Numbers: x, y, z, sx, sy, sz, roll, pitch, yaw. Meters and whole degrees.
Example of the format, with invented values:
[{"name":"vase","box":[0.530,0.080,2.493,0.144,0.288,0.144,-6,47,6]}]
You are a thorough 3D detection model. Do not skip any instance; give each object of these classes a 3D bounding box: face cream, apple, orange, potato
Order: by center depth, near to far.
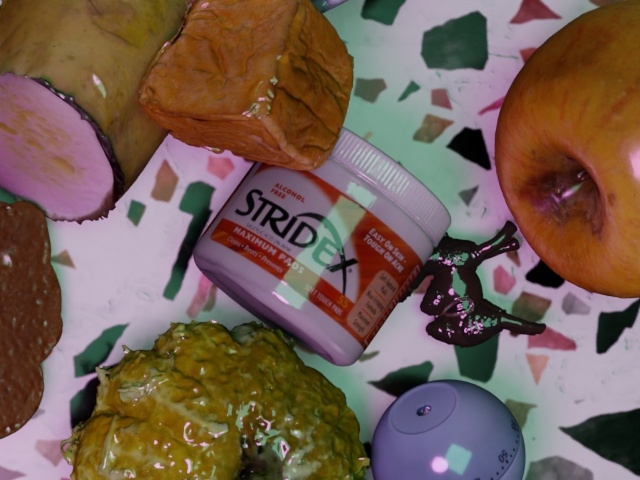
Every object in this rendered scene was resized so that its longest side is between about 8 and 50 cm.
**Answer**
[{"name":"orange","box":[-0.093,0.221,1.895,0.300,0.223,0.301,-15,91,-17]},{"name":"potato","box":[-0.223,-0.186,1.904,0.229,0.229,0.266,35,61,-8]},{"name":"face cream","box":[0.000,0.000,1.927,0.201,0.201,0.187,37,82,-8]},{"name":"apple","box":[0.335,-0.101,1.964,0.275,0.299,0.299,-28,94,-39]}]

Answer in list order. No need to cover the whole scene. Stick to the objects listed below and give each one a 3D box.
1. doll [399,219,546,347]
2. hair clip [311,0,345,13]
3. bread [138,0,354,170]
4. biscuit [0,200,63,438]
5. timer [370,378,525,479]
[{"name":"doll","box":[0.144,0.050,2.031,0.165,0.057,0.139,-12,92,-3]},{"name":"hair clip","box":[0.010,-0.358,1.886,0.392,0.318,0.238,-27,95,-13]},{"name":"bread","box":[-0.065,-0.152,1.835,0.149,0.158,0.143,42,63,-48]},{"name":"biscuit","box":[-0.358,0.059,1.886,0.208,0.041,0.290,-10,91,-31]},{"name":"timer","box":[0.140,0.246,1.995,0.175,0.255,0.175,-7,56,10]}]
